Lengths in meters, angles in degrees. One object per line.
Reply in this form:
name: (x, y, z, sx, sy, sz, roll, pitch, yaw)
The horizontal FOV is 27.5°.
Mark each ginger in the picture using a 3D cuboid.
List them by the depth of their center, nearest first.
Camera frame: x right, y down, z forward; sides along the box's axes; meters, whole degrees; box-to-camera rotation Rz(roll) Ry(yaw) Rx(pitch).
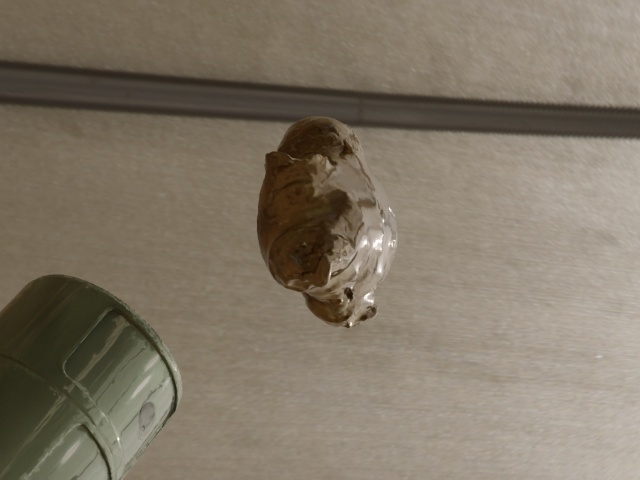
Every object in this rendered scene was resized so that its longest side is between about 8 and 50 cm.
ginger: (0.000, 0.000, 1.297, 0.123, 0.270, 0.219, -14, -67, 20)

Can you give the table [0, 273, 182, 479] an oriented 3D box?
table: (-0.190, 0.134, 0.763, 0.126, 0.220, 0.126, 20, -44, 21)
